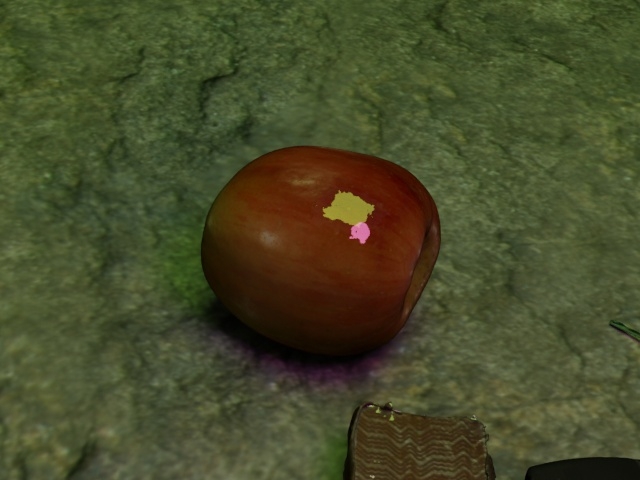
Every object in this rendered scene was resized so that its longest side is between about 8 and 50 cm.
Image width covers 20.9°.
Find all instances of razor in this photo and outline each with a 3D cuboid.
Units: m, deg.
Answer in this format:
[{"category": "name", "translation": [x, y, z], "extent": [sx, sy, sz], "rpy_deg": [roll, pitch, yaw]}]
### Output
[{"category": "razor", "translation": [0.283, 0.261, 1.780], "extent": [0.148, 0.054, 0.090], "rpy_deg": [1, 34, -13]}]

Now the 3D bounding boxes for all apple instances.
[{"category": "apple", "translation": [0.000, 0.000, 1.908], "extent": [0.241, 0.242, 0.242], "rpy_deg": [19, 38, 14]}]

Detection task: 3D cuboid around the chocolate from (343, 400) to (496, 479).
[{"category": "chocolate", "translation": [0.093, 0.258, 1.705], "extent": [0.148, 0.093, 0.214], "rpy_deg": [8, 36, -1]}]

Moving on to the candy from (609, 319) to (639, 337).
[{"category": "candy", "translation": [0.412, 0.131, 2.003], "extent": [0.184, 0.049, 0.055], "rpy_deg": [26, 32, 32]}]
